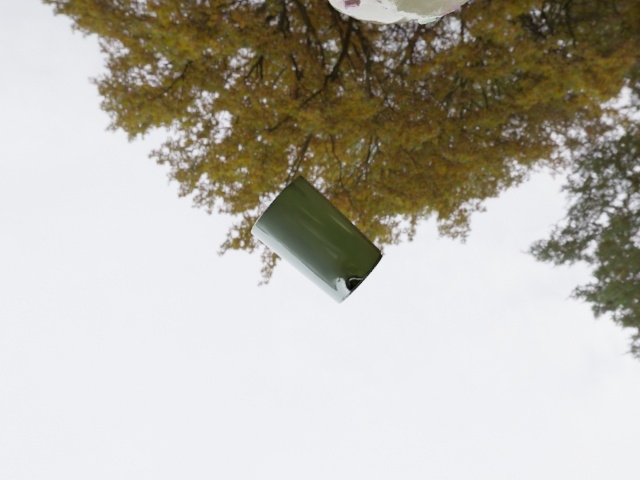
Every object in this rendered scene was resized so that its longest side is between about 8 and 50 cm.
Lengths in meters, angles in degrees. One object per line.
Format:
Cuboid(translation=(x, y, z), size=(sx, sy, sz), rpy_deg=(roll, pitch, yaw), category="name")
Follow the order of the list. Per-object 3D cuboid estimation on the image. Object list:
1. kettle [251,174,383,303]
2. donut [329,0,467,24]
Cuboid(translation=(-0.004, 0.004, 0.656), size=(0.148, 0.127, 0.098), rpy_deg=(41, -110, 0), category="kettle")
Cuboid(translation=(0.124, -0.368, 0.452), size=(0.150, 0.371, 0.307), rpy_deg=(48, -164, 19), category="donut")
